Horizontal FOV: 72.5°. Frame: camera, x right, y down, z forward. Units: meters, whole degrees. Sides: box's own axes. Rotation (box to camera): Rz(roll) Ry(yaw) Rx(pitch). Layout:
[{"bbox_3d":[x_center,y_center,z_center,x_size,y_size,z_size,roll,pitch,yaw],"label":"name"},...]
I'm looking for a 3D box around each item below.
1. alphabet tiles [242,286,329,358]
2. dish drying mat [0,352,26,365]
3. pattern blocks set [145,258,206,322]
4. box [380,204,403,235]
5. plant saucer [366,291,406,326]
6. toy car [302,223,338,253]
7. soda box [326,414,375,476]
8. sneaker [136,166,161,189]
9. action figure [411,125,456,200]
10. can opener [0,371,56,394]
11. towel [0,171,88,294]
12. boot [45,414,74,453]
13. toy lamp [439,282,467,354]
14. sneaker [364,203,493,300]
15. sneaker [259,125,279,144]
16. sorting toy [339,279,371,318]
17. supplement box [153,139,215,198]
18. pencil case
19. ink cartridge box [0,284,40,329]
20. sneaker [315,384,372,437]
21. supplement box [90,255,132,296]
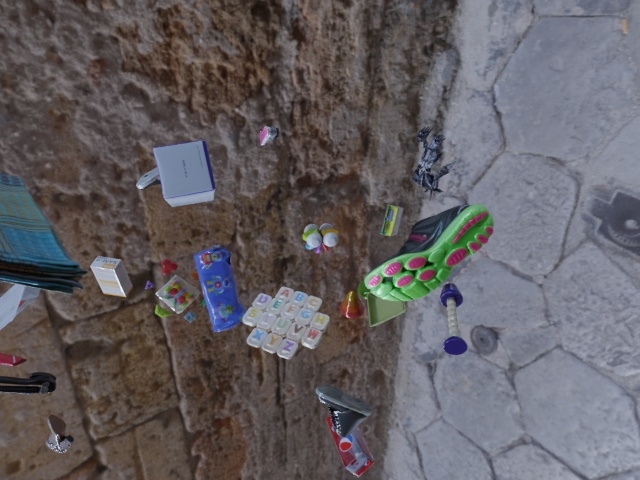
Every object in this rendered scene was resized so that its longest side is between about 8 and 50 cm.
[{"bbox_3d":[-0.119,0.274,1.516,0.284,0.278,0.021,16,133,18],"label":"alphabet tiles"},{"bbox_3d":[-0.566,0.207,0.767,0.032,0.084,0.008,-39,-42,-80],"label":"dish drying mat"},{"bbox_3d":[-0.708,0.264,2.173,0.285,0.325,0.026,-55,34,-1],"label":"pattern blocks set"},{"bbox_3d":[0.252,-0.071,1.538,0.043,0.179,0.105,16,98,18],"label":"box"},{"bbox_3d":[0.300,0.282,1.946,0.188,0.045,0.188,-32,36,27],"label":"plant saucer"},{"bbox_3d":[0.000,0.000,2.193,0.159,0.182,0.136,-110,20,-60],"label":"toy car"},{"bbox_3d":[0.111,0.772,1.696,0.083,0.092,0.263,45,-177,-23],"label":"soda box"},{"bbox_3d":[-0.674,-0.255,1.877,0.079,0.217,0.121,13,140,36],"label":"sneaker"},{"bbox_3d":[0.434,-0.288,1.673,0.164,0.141,0.275,42,156,40],"label":"action figure"},{"bbox_3d":[-0.868,0.421,1.270,0.073,0.186,0.059,6,83,40],"label":"can opener"},{"bbox_3d":[-0.489,-0.059,0.558,0.370,0.271,0.040,33,95,39],"label":"towel"},{"bbox_3d":[-0.795,0.586,1.308,0.087,0.042,0.118,-36,92,22],"label":"boot"},{"bbox_3d":[0.428,0.242,1.410,0.274,0.080,0.080,-74,-3,-52],"label":"toy lamp"},{"bbox_3d":[0.368,0.042,1.515,0.185,0.483,0.202,58,179,-18],"label":"sneaker"},{"bbox_3d":[-0.227,-0.468,1.956,0.170,0.075,0.063,164,100,-70],"label":"sneaker"},{"bbox_3d":[0.228,0.216,2.116,0.127,0.366,0.126,27,141,32],"label":"sorting toy"},{"bbox_3d":[-0.313,-0.149,1.023,0.220,0.114,0.111,175,83,-77],"label":"supplement box"},{"bbox_3d":[-0.357,0.169,1.566,0.119,0.133,0.305,172,84,-80],"label":"pencil case"},{"bbox_3d":[-0.881,0.221,1.219,0.066,0.189,0.232,49,179,-40],"label":"ink cartridge box"},{"bbox_3d":[0.050,0.530,1.336,0.118,0.222,0.083,-55,28,3],"label":"sneaker"},{"bbox_3d":[-0.499,0.087,1.047,0.036,0.062,0.098,-74,-11,-47],"label":"supplement box"}]
